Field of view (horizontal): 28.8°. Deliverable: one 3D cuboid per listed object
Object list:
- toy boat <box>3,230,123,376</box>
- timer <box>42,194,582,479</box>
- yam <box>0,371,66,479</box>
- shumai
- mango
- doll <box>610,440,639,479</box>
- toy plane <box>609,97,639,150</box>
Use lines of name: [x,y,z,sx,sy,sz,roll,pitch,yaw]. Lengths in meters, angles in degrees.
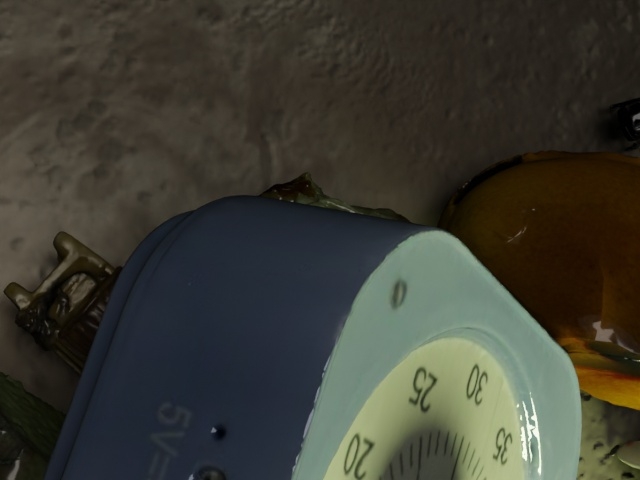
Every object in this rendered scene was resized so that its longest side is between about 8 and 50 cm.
toy boat: [-0.090,0.087,0.758,0.226,0.088,0.068,42,70,-8]
timer: [0.014,0.192,0.639,0.395,0.173,0.395,-27,121,-56]
yam: [-0.200,0.210,0.645,0.201,0.202,0.271,27,76,23]
shumai: [-0.001,0.001,0.807,0.123,0.099,0.087,-13,64,-43]
mango: [0.193,0.023,0.846,0.236,0.136,0.166,17,62,-11]
doll: [0.293,0.211,0.863,0.110,0.107,0.181,-27,93,-1]
toy plane: [0.268,-0.099,0.928,0.145,0.060,0.037,-18,88,-36]
